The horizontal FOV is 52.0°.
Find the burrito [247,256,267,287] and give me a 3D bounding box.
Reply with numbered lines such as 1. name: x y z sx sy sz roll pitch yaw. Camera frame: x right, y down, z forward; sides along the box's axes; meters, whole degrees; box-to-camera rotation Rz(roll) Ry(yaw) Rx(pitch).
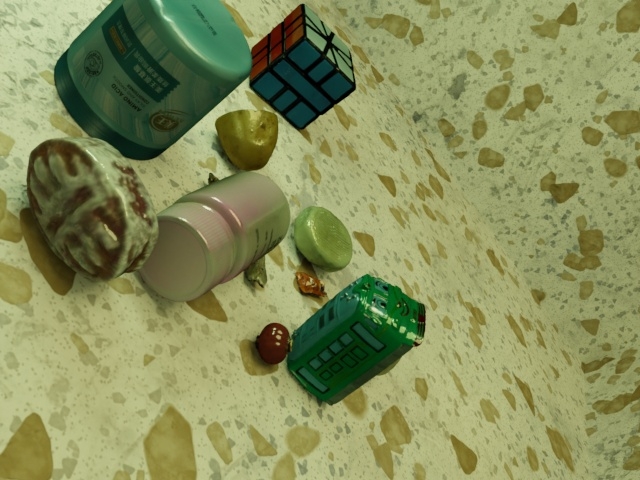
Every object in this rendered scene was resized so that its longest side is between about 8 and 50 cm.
1. burrito: -0.168 0.059 1.732 0.051 0.042 0.171 29 36 -26

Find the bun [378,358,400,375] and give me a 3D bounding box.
1. bun: 0.139 0.293 1.911 0.223 0.127 0.222 11 58 -19

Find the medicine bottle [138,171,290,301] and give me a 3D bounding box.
1. medicine bottle: -0.235 -0.018 1.507 0.219 0.219 0.388 55 27 -4

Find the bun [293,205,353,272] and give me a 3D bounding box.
1. bun: -0.002 -0.002 2.000 0.221 0.108 0.221 34 44 -39

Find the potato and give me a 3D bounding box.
1. potato: -0.204 -0.282 1.920 0.203 0.178 0.157 3 74 -74

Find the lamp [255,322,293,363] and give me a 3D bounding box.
1. lamp: -0.111 0.247 1.574 0.101 0.090 0.101 7 90 -79

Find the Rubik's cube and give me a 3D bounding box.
1. Rubik's cube: -0.065 -0.628 2.375 0.288 0.283 0.293 35 35 -34

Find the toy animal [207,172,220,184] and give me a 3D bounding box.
1. toy animal: -0.219 -0.116 1.800 0.219 0.103 0.101 14 30 -50

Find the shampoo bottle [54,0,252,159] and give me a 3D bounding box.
1. shampoo bottle: -0.387 -0.419 1.556 0.331 0.343 0.331 40 31 -30

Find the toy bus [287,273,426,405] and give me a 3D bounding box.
1. toy bus: 0.075 0.237 1.629 0.199 0.343 0.183 38 31 -15

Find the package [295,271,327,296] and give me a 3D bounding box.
1. package: -0.022 0.131 1.904 0.111 0.033 0.077 23 52 -41

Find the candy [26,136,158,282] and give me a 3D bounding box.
1. candy: -0.429 -0.061 1.242 0.289 0.214 0.157 57 26 6
